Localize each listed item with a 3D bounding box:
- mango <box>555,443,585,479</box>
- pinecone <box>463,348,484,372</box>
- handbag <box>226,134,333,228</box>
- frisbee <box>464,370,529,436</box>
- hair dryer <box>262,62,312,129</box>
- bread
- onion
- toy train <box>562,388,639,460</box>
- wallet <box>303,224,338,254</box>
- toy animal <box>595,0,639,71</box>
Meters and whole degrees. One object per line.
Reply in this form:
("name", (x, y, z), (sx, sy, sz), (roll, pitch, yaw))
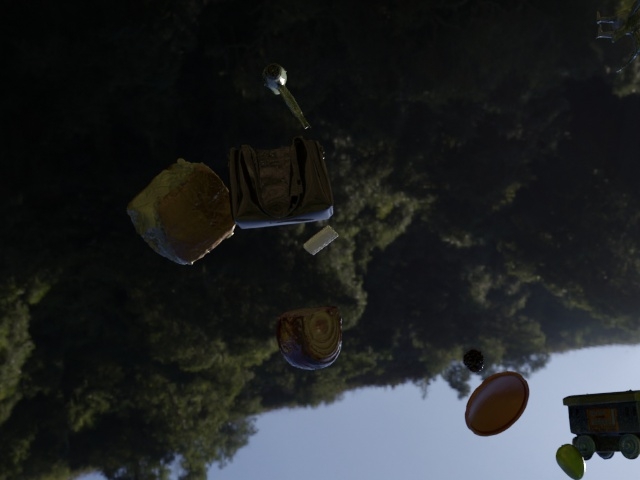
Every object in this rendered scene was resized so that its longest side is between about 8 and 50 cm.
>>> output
("mango", (0.697, 0.615, 1.874), (0.073, 0.108, 0.056), (-27, -176, -31))
("pinecone", (0.542, 0.426, 2.389), (0.077, 0.077, 0.083), (1, -163, 8))
("handbag", (-0.117, -0.166, 1.892), (0.286, 0.256, 0.113), (-8, 160, -4))
("frisbee", (0.442, 0.409, 1.710), (0.192, 0.192, 0.035), (-8, -155, -20))
("hair dryer", (-0.129, -0.520, 2.469), (0.092, 0.267, 0.229), (-31, -165, -2))
("bread", (-0.407, -0.082, 1.998), (0.279, 0.250, 0.225), (-44, -149, -9))
("onion", (-0.051, 0.336, 2.310), (0.216, 0.206, 0.206), (-2, 173, -44))
("toy train", (0.870, 0.548, 2.005), (0.131, 0.201, 0.300), (9, 160, -28))
("wallet", (0.000, 0.000, 2.431), (0.122, 0.061, 0.025), (-38, -148, 16))
("toy animal", (0.820, -0.586, 1.785), (0.177, 0.239, 0.255), (-4, -145, 24))
